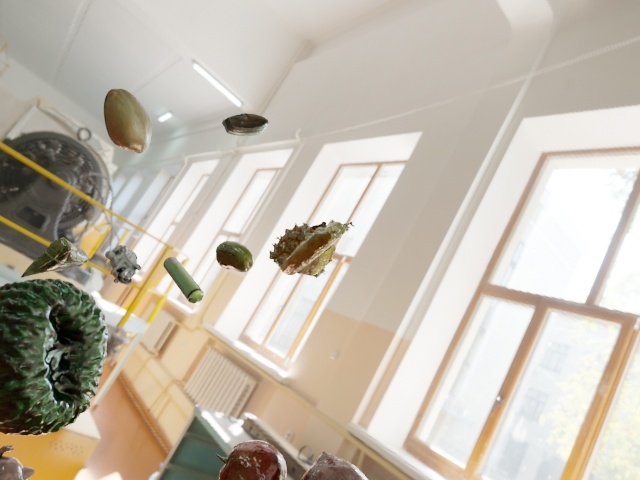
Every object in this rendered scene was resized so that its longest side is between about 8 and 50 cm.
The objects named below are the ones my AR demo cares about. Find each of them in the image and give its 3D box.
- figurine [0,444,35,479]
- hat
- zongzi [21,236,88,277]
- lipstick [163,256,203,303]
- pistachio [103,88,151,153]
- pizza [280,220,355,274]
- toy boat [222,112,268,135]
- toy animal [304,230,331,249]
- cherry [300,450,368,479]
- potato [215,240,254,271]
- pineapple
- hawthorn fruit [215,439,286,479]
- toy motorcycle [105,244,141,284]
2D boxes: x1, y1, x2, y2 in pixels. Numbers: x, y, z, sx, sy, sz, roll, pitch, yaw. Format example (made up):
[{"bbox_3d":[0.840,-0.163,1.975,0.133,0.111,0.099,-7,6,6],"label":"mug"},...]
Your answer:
[{"bbox_3d":[-1.098,0.765,1.580,0.287,0.176,0.186,19,-46,-2],"label":"figurine"},{"bbox_3d":[-0.587,0.214,0.901,0.332,0.274,0.242,-7,-20,23],"label":"hat"},{"bbox_3d":[-0.570,0.053,1.039,0.052,0.113,0.104,40,-14,16],"label":"zongzi"},{"bbox_3d":[-0.595,0.169,2.079,0.304,0.076,0.076,36,-5,44],"label":"lipstick"},{"bbox_3d":[-0.635,-0.390,1.587,0.143,0.144,0.215,17,-55,44],"label":"pistachio"},{"bbox_3d":[0.000,0.000,1.571,0.075,0.287,0.280,51,-54,1],"label":"pizza"},{"bbox_3d":[-0.199,-0.304,1.283,0.066,0.140,0.059,-28,-99,50],"label":"toy boat"},{"bbox_3d":[-0.003,-0.003,1.884,0.071,0.085,0.124,35,16,-25],"label":"toy animal"},{"bbox_3d":[0.035,0.666,1.182,0.239,0.239,0.206,28,12,9],"label":"cherry"},{"bbox_3d":[-0.441,0.084,2.461,0.248,0.144,0.169,18,-23,39],"label":"potato"},{"bbox_3d":[-0.070,-0.011,2.137,0.209,0.286,0.344,37,8,31],"label":"pineapple"},{"bbox_3d":[-0.193,0.621,1.279,0.200,0.179,0.179,21,-13,3],"label":"hawthorn fruit"},{"bbox_3d":[-0.975,0.106,2.351,0.171,0.110,0.260,40,19,-31],"label":"toy motorcycle"}]
